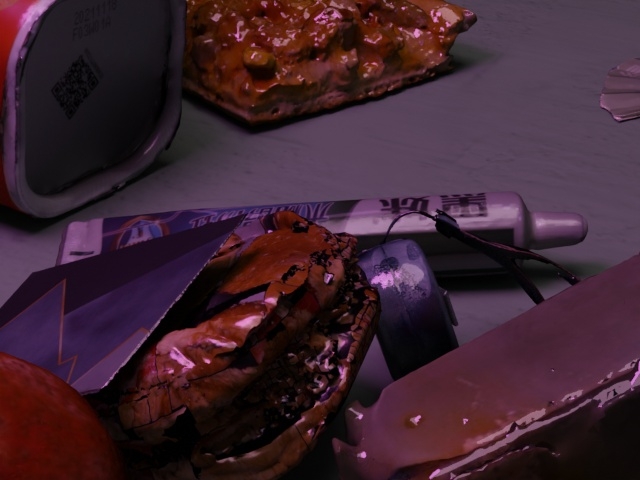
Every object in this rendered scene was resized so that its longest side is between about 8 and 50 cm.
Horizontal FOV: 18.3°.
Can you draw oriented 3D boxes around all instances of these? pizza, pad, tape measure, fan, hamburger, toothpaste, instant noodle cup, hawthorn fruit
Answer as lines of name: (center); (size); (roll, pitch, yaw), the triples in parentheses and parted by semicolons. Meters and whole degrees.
pizza: (-0.035, -0.201, 1.845); (0.258, 0.087, 0.268); (-17, 29, -34)
pad: (-0.163, 0.053, 1.260); (0.243, 0.004, 0.163); (-14, 30, 47)
tape measure: (0.112, 0.038, 1.337); (0.180, 0.104, 0.107); (-6, 24, -8)
fan: (0.335, -0.149, 1.801); (0.240, 0.009, 0.131); (-22, 31, -34)
hamburger: (-0.070, 0.071, 1.244); (0.231, 0.107, 0.231); (-28, 21, 12)
toothpaste: (0.000, 0.000, 1.465); (0.392, 0.061, 0.098); (-3, 30, 1)
instant noodle cup: (-0.288, -0.172, 1.625); (0.308, 0.293, 0.294); (26, 37, 30)
hawthorn fruit: (-0.202, 0.133, 1.082); (0.188, 0.169, 0.169); (30, 9, -34)

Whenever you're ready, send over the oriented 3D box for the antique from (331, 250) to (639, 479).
antique: (0.149, 0.114, 1.181); (0.284, 0.150, 0.125); (-19, 27, -16)
